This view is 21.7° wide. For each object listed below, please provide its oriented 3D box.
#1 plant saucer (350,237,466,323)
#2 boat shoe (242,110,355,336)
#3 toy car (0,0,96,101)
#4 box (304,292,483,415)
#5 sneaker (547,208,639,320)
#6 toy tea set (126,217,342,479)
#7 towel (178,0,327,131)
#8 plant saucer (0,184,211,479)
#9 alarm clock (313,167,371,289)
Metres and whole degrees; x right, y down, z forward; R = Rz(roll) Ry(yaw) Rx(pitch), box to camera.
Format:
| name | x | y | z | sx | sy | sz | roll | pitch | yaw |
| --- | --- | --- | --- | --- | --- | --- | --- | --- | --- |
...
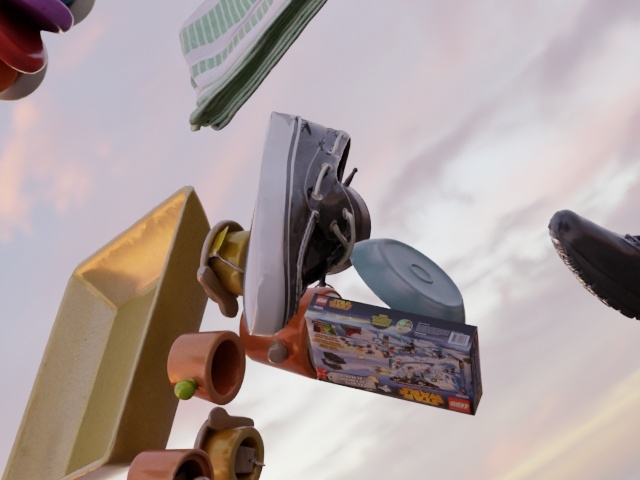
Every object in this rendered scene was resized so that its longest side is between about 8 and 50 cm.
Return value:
| name | x | y | z | sx | sy | sz | roll | pitch | yaw |
| --- | --- | --- | --- | --- | --- | --- | --- | --- | --- |
| plant saucer | 0.078 | 0.034 | 1.393 | 0.021 | 0.119 | 0.119 | -52 | -18 | 20 |
| boat shoe | -0.010 | -0.015 | 1.116 | 0.219 | 0.070 | 0.077 | -84 | 4 | -52 |
| toy car | -0.276 | -0.208 | 1.478 | 0.159 | 0.136 | 0.182 | 37 | -93 | -40 |
| box | 0.060 | 0.091 | 1.336 | 0.094 | 0.137 | 0.027 | 80 | -153 | -50 |
| sneaker | 0.367 | 0.035 | 1.763 | 0.130 | 0.286 | 0.109 | -56 | 16 | 10 |
| toy tea set | -0.062 | 0.149 | 1.635 | 0.124 | 0.336 | 0.200 | 4 | -27 | 29 |
| towel | -0.042 | -0.230 | 1.487 | 0.248 | 0.038 | 0.325 | -49 | 17 | 11 |
| plant saucer | -0.226 | 0.141 | 1.853 | 0.333 | 0.081 | 0.332 | -30 | 39 | 53 |
| alarm clock | 0.000 | 0.000 | 2.233 | 0.129 | 0.192 | 0.064 | -5 | -3 | 19 |
